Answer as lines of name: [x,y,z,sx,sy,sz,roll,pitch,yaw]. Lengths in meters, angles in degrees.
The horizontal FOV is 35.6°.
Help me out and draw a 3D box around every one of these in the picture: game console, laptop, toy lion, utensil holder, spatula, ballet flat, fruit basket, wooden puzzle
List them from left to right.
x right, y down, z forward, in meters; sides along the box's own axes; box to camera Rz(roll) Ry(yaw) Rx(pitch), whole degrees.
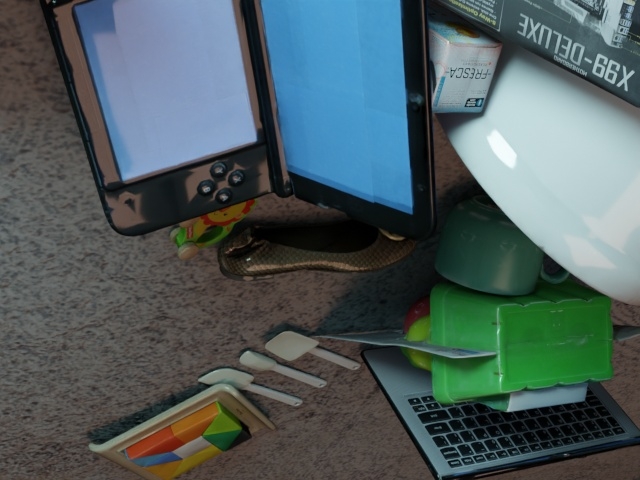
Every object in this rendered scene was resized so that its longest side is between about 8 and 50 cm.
wooden puzzle: [-0.203,0.307,1.528,0.238,0.044,0.221,-24,151,4]
toy lion: [-0.116,-0.029,1.095,0.096,0.034,0.100,-18,149,-20]
game console: [-0.061,-0.114,0.781,0.250,0.173,0.293,-19,129,-13]
spatula: [-0.046,0.197,1.488,0.168,0.019,0.242,-35,146,19]
ballet flat: [0.000,0.000,1.175,0.249,0.084,0.058,-6,121,-18]
fruit basket: [0.212,0.140,1.358,0.327,0.166,0.353,-2,174,-29]
laptop: [0.333,0.200,1.410,0.381,0.408,0.236,-3,129,-28]
utensil holder: [0.329,-0.187,0.851,0.327,0.328,0.385,13,132,-43]

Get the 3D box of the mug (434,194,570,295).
mug: [0.226,0.000,1.249,0.157,0.129,0.097,-2,110,-36]

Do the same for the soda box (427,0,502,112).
soda box: [0.068,-0.171,0.832,0.058,0.183,0.063,-5,124,-32]

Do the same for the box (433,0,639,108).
box: [0.127,-0.251,0.650,0.076,0.307,0.242,-47,157,-25]
